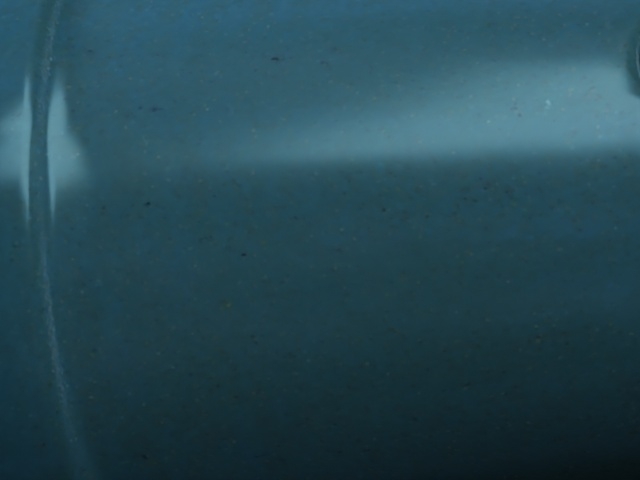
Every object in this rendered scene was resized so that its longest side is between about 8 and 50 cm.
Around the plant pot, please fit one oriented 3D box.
[{"bbox_3d":[0.000,0.000,0.851,0.334,0.341,0.341,-4,50,11],"label":"plant pot"}]
